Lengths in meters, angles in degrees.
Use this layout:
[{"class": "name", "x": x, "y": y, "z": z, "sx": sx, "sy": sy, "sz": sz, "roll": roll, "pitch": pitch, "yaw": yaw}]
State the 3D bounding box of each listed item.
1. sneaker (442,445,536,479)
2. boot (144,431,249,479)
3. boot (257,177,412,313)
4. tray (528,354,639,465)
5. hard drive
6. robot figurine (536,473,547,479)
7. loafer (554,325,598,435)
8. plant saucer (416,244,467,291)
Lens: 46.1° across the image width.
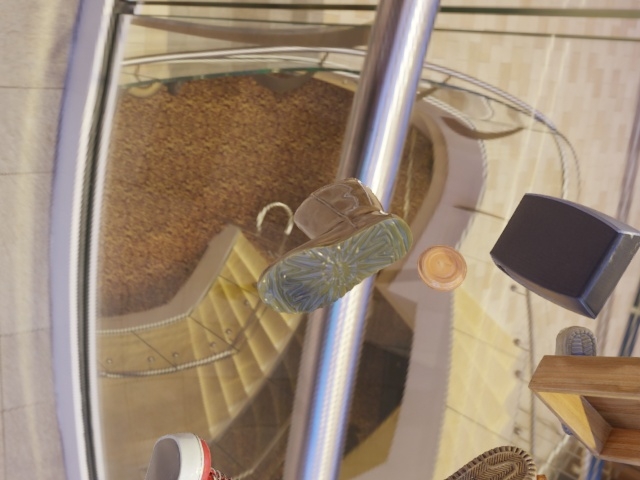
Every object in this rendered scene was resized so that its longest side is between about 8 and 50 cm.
[{"class": "sneaker", "x": 0.165, "y": 0.391, "z": 1.010, "sx": 0.282, "sy": 0.099, "sz": 0.153, "roll": -24, "pitch": 134, "yaw": -5}, {"class": "boot", "x": -0.121, "y": 0.302, "z": 0.923, "sx": 0.176, "sy": 0.088, "sz": 0.244, "roll": 5, "pitch": 143, "yaw": -19}, {"class": "boot", "x": 0.000, "y": 0.000, "z": 1.133, "sx": 0.236, "sy": 0.269, "sz": 0.089, "roll": -21, "pitch": 110, "yaw": -7}, {"class": "tray", "x": 0.520, "y": 0.252, "z": 1.071, "sx": 0.203, "sy": 0.411, "sz": 0.076, "roll": 45, "pitch": 65, "yaw": -19}, {"class": "hard drive", "x": 0.398, "y": 0.012, "z": 1.262, "sx": 0.054, "sy": 0.255, "sz": 0.172, "roll": 28, "pitch": 94, "yaw": -30}, {"class": "robot figurine", "x": 0.368, "y": 0.542, "z": 1.402, "sx": 0.291, "sy": 0.211, "sz": 0.085, "roll": -39, "pitch": 119, "yaw": -73}, {"class": "loafer", "x": 0.583, "y": 0.313, "z": 1.711, "sx": 0.102, "sy": 0.092, "sz": 0.268, "roll": -2, "pitch": 104, "yaw": 1}, {"class": "plant saucer", "x": 0.202, "y": 0.044, "z": 1.247, "sx": 0.083, "sy": 0.083, "sz": 0.013, "roll": -42, "pitch": 163, "yaw": -20}]
